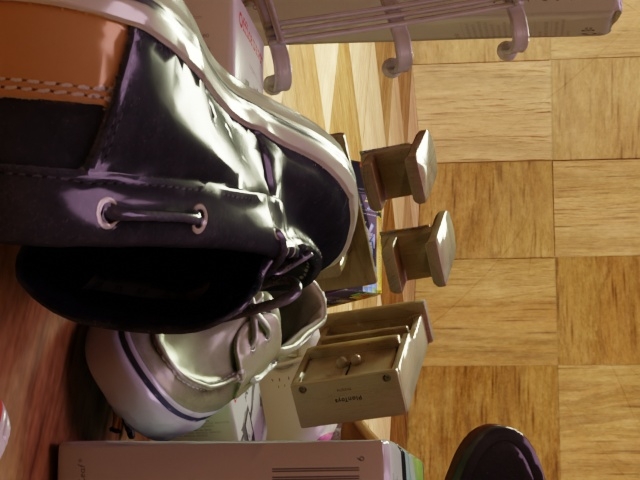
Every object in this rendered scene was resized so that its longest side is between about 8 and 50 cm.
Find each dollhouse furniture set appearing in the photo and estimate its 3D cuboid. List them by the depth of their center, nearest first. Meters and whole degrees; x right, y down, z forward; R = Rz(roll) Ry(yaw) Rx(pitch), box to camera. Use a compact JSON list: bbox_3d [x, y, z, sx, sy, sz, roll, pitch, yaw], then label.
[{"bbox_3d":[0.016,0.018,1.501,0.161,0.212,0.242,-63,142,-67],"label":"dollhouse furniture set"}]

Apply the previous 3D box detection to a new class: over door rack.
[{"bbox_3d":[0.030,-0.290,1.500,0.108,0.239,0.324,120,-43,-69],"label":"over door rack"}]

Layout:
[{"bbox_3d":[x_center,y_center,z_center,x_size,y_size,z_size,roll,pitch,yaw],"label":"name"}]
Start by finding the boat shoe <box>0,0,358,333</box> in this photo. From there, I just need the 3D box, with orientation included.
[{"bbox_3d":[-0.099,-0.021,0.972,0.500,0.187,0.156,41,53,-73],"label":"boat shoe"}]

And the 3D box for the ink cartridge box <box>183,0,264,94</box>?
[{"bbox_3d":[-0.094,-0.080,1.323,0.148,0.086,0.203,57,32,-77],"label":"ink cartridge box"}]

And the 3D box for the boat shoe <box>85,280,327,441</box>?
[{"bbox_3d":[-0.077,0.063,1.223,0.109,0.094,0.302,58,16,2],"label":"boat shoe"}]

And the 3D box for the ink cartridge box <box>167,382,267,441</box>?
[{"bbox_3d":[-0.088,0.146,1.421,0.109,0.063,0.150,-82,168,-49],"label":"ink cartridge box"}]

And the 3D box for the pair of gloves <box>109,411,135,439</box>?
[{"bbox_3d":[-0.144,0.104,1.214,0.083,0.010,0.074,64,23,-77],"label":"pair of gloves"}]

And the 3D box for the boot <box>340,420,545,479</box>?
[{"bbox_3d":[0.094,0.221,1.445,0.280,0.096,0.264,-133,-148,-58],"label":"boot"}]

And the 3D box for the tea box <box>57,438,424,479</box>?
[{"bbox_3d":[-0.040,0.308,1.169,0.323,0.220,0.329,54,35,-79],"label":"tea box"}]

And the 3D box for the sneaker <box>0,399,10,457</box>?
[{"bbox_3d":[-0.191,0.118,0.756,0.065,0.061,0.158,51,28,-32],"label":"sneaker"}]

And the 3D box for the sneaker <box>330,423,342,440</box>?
[{"bbox_3d":[-0.031,0.301,1.709,0.180,0.124,0.321,85,18,-56],"label":"sneaker"}]

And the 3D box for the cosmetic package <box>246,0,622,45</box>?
[{"bbox_3d":[0.092,-0.306,1.646,0.156,0.385,0.217,12,76,-84],"label":"cosmetic package"}]

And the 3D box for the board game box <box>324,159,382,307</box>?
[{"bbox_3d":[0.000,0.000,1.816,0.170,0.048,0.141,-18,-114,55],"label":"board game box"}]

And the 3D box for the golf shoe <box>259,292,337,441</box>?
[{"bbox_3d":[-0.045,0.063,1.659,0.140,0.115,0.306,58,22,-58],"label":"golf shoe"}]
